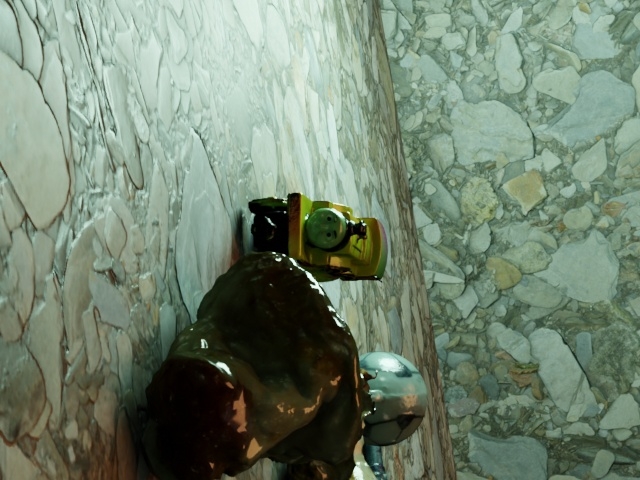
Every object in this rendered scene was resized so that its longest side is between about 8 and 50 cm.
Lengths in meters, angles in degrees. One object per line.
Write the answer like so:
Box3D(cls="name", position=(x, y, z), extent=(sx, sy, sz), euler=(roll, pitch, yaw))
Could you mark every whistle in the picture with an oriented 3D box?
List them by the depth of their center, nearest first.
Box3D(cls="whistle", position=(0.103, 0.259, 1.745), extent=(0.289, 0.163, 0.164), euler=(35, 48, -73))

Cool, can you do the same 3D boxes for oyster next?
Box3D(cls="oyster", position=(0.026, 0.338, 1.386), extent=(0.198, 0.133, 0.337), euler=(55, 35, -57))

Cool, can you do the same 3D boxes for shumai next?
Box3D(cls="shumai", position=(-0.096, 0.129, 1.035), extent=(0.272, 0.203, 0.222), euler=(180, -98, -67))

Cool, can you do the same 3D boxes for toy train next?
Box3D(cls="toy train", position=(0.000, 0.000, 1.441), extent=(0.296, 0.160, 0.101), euler=(30, 60, -75))

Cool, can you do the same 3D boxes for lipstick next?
Box3D(cls="lipstick", position=(0.099, 0.411, 1.872), extent=(0.053, 0.053, 0.234), euler=(62, 21, -58))
